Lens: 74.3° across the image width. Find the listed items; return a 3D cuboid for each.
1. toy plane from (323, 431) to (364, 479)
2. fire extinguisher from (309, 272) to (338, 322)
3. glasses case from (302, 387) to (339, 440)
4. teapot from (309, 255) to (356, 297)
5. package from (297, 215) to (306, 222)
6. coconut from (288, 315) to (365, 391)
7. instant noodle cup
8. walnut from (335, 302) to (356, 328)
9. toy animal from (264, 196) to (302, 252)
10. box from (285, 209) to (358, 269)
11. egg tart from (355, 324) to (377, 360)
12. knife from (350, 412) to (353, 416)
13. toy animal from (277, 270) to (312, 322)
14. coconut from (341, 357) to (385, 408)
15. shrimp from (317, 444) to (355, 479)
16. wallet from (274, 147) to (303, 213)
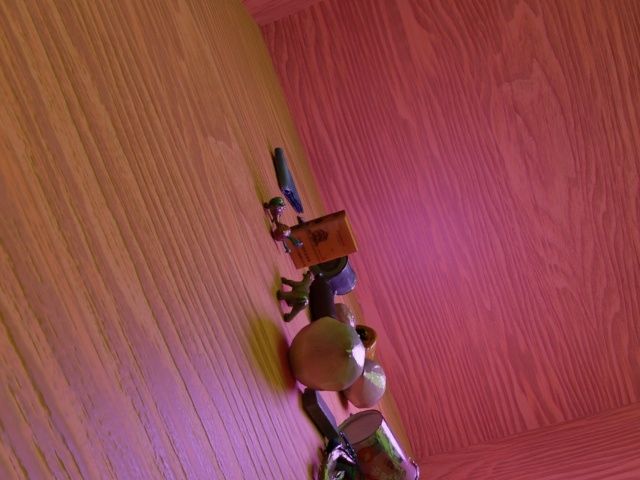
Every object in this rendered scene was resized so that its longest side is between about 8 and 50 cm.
[{"bbox_3d":[0.075,0.683,1.297,0.060,0.096,0.235,-84,152,-69],"label":"toy plane"},{"bbox_3d":[0.003,0.259,1.844,0.344,0.102,0.138,-100,-159,-51],"label":"fire extinguisher"},{"bbox_3d":[0.002,0.540,1.314,0.071,0.047,0.205,-108,174,-55],"label":"glasses case"},{"bbox_3d":[0.070,0.183,2.174,0.337,0.200,0.271,60,39,-61],"label":"teapot"},{"bbox_3d":[-0.054,-0.055,2.274,0.154,0.030,0.239,55,4,14],"label":"package"},{"bbox_3d":[0.027,0.334,1.238,0.234,0.224,0.224,-45,-127,49],"label":"coconut"},{"bbox_3d":[0.177,0.731,1.433,0.231,0.242,0.243,64,9,-4],"label":"instant noodle cup"},{"bbox_3d":[0.094,0.378,2.004,0.166,0.149,0.167,43,-32,36],"label":"walnut"},{"bbox_3d":[-0.146,-0.057,1.593,0.208,0.100,0.103,64,-15,8],"label":"toy animal"},{"bbox_3d":[0.000,0.000,1.737,0.076,0.274,0.174,-88,158,-58],"label":"box"},{"bbox_3d":[0.178,0.517,2.049,0.215,0.215,0.171,-90,170,-66],"label":"egg tart"},{"bbox_3d":[0.159,0.840,1.791,0.028,0.015,0.210,67,7,-67],"label":"knife"},{"bbox_3d":[-0.077,0.178,1.435,0.219,0.100,0.103,-82,150,-73],"label":"toy animal"},{"bbox_3d":[0.179,0.610,1.823,0.224,0.224,0.224,-19,90,-82],"label":"coconut"},{"bbox_3d":[0.060,0.680,1.202,0.253,0.058,0.173,39,47,-49],"label":"shrimp"},{"bbox_3d":[-0.160,-0.299,2.152,0.290,0.054,0.252,57,17,-65],"label":"wallet"}]
